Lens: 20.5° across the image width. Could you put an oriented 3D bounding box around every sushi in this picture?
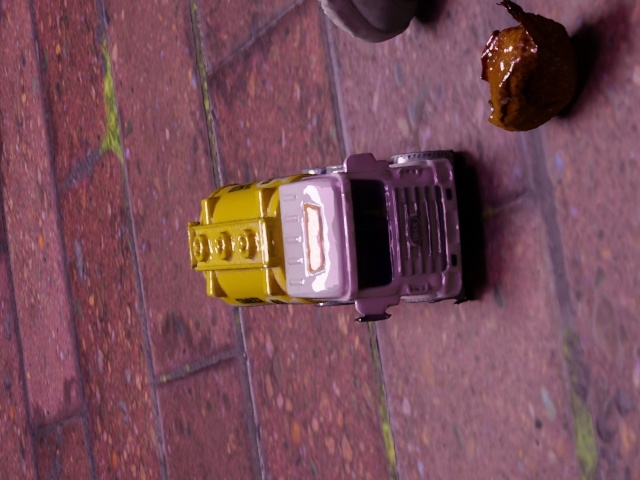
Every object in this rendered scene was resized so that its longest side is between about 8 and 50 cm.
[{"bbox_3d":[0.108,-0.091,0.927,0.099,0.050,0.047,103,148,-55],"label":"sushi"}]

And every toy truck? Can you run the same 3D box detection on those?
[{"bbox_3d":[0.000,0.000,1.115,0.227,0.114,0.098,176,89,-66],"label":"toy truck"}]

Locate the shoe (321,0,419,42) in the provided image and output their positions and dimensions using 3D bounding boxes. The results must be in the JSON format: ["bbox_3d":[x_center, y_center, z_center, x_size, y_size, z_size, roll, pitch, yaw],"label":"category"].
[{"bbox_3d":[0.041,-0.228,1.026,0.099,0.125,0.228,-69,-34,-53],"label":"shoe"}]
